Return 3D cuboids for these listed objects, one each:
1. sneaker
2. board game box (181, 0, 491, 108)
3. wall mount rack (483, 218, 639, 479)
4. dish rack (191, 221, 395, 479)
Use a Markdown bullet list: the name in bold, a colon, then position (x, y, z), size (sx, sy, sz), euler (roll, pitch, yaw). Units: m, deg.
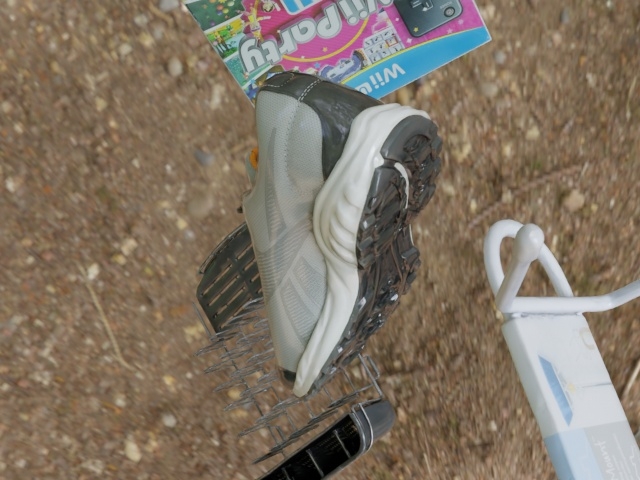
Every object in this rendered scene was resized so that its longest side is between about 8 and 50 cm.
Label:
- **sneaker**: position (0.000, 0.000, 0.793), size (0.108, 0.272, 0.100), euler (32, 54, 18)
- **board game box**: position (-0.012, -0.255, 1.102), size (0.224, 0.303, 0.098), euler (-27, 42, 9)
- **wall mount rack**: position (0.210, 0.118, 0.911), size (0.130, 0.304, 0.350), euler (-31, 70, 33)
- **dish rack**: position (-0.048, 0.120, 1.294), size (0.074, 0.208, 0.272), euler (-17, 71, -43)
